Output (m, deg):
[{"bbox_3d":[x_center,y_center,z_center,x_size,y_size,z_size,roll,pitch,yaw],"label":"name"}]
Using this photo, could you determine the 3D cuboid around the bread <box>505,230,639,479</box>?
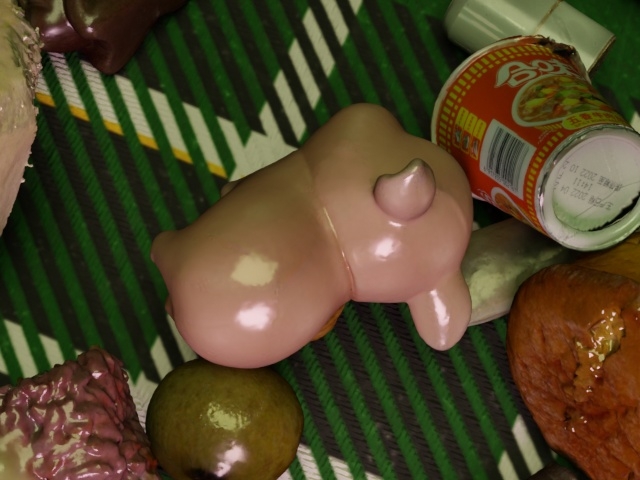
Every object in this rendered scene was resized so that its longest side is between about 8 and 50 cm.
[{"bbox_3d":[0.328,0.131,1.623,0.172,0.312,0.312,-38,78,-29],"label":"bread"}]

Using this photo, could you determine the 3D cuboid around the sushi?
[{"bbox_3d":[-0.296,0.221,1.584,0.270,0.236,0.171,-21,88,1],"label":"sushi"}]

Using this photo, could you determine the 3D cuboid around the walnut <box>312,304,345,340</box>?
[{"bbox_3d":[-0.017,0.062,1.734,0.091,0.052,0.121,9,51,2],"label":"walnut"}]

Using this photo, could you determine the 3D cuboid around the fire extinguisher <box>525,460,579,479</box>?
[{"bbox_3d":[0.146,0.317,1.664,0.267,0.072,0.089,-32,50,-10],"label":"fire extinguisher"}]

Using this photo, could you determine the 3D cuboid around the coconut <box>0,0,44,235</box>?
[{"bbox_3d":[-0.426,-0.118,1.649,0.297,0.309,0.297,15,46,-16],"label":"coconut"}]

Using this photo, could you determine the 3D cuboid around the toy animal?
[{"bbox_3d":[0.000,0.000,1.623,0.269,0.237,0.326,17,49,33],"label":"toy animal"}]

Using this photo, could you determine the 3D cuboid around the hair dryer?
[{"bbox_3d":[0.155,-0.126,1.786,0.173,0.107,0.357,34,81,9],"label":"hair dryer"}]

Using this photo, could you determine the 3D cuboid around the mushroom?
[{"bbox_3d":[0.250,0.007,1.755,0.312,0.081,0.100,-22,68,-5],"label":"mushroom"}]

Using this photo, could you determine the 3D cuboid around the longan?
[{"bbox_3d":[-0.096,0.181,1.663,0.155,0.176,0.145,33,117,-13],"label":"longan"}]

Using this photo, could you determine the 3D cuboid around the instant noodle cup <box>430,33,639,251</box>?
[{"bbox_3d":[0.236,-0.090,1.642,0.193,0.212,0.193,-7,115,-16],"label":"instant noodle cup"}]

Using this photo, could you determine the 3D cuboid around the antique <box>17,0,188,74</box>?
[{"bbox_3d":[-0.229,-0.298,1.800,0.143,0.121,0.257,37,75,15],"label":"antique"}]
